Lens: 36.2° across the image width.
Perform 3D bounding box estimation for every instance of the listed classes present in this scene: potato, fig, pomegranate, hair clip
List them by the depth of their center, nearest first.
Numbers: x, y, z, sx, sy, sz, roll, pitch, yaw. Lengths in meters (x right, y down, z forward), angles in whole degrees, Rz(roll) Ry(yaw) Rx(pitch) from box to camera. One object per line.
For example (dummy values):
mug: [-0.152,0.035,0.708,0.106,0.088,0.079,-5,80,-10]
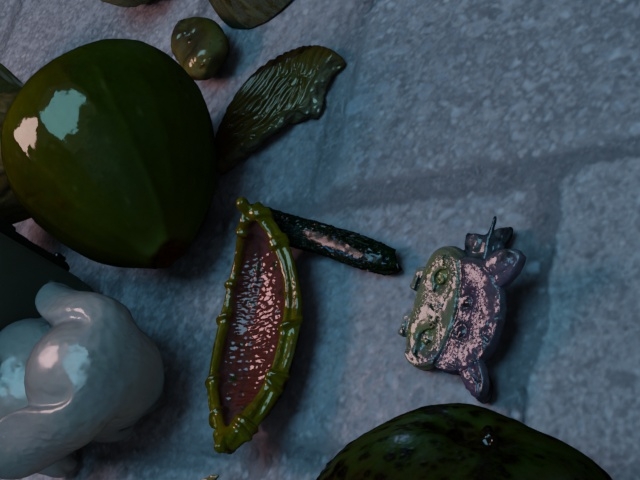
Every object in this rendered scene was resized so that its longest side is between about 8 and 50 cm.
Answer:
pomegranate: [0.104,0.309,0.788,0.285,0.285,0.340,28,116,47]
hair clip: [0.148,0.062,1.023,0.146,0.056,0.187,13,77,52]
fig: [-0.270,-0.102,1.342,0.316,0.316,0.316,-22,52,31]
potato: [-0.186,-0.299,1.533,0.091,0.070,0.138,-42,46,12]

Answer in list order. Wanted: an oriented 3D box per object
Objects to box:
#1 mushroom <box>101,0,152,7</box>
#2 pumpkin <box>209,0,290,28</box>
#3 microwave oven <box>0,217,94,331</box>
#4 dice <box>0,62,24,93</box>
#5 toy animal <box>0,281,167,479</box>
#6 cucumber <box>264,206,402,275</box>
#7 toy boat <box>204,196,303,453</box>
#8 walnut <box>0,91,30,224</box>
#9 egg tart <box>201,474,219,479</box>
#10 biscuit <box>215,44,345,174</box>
mushroom: [-0.318,-0.556,1.781,0.248,0.130,0.344,-5,62,21]
pumpkin: [-0.114,-0.449,1.543,0.217,0.110,0.217,-26,50,36]
microwave oven: [-0.587,0.079,1.474,0.394,0.333,0.247,4,63,43]
dice: [-0.628,-0.212,1.750,0.226,0.233,0.238,-55,39,2]
toy animal: [-0.319,0.180,1.257,0.265,0.206,0.271,-9,57,42]
cucumber: [0.001,-0.001,1.199,0.257,0.044,0.043,18,88,45]
toy boat: [-0.080,0.106,1.169,0.141,0.099,0.317,-18,56,37]
walnut: [-0.508,-0.130,1.558,0.261,0.225,0.224,-5,59,11]
egg tart: [-0.163,0.401,1.041,0.315,0.120,0.314,-23,52,32]
biscuit: [-0.072,-0.185,1.389,0.176,0.031,0.228,32,87,49]
